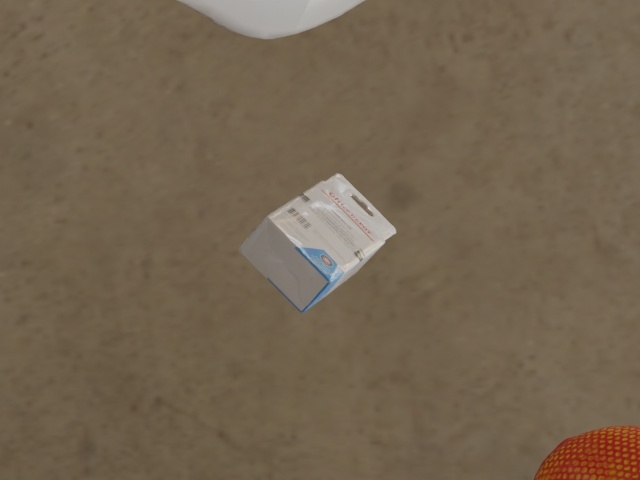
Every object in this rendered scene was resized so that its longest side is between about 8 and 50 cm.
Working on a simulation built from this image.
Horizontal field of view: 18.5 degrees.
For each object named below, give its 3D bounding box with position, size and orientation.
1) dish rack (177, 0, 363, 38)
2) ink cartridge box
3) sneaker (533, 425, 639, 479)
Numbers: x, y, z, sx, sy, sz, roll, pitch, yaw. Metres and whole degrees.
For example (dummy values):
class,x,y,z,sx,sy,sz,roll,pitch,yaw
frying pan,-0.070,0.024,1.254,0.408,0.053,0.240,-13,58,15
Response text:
class,x,y,z,sx,sy,sz,roll,pitch,yaw
dish rack,0.017,-0.220,0.414,0.333,0.072,0.285,-51,151,8
ink cartridge box,0.000,0.000,1.030,0.048,0.028,0.083,46,33,7
sneaker,0.106,0.089,0.427,0.064,0.175,0.067,-55,136,2
